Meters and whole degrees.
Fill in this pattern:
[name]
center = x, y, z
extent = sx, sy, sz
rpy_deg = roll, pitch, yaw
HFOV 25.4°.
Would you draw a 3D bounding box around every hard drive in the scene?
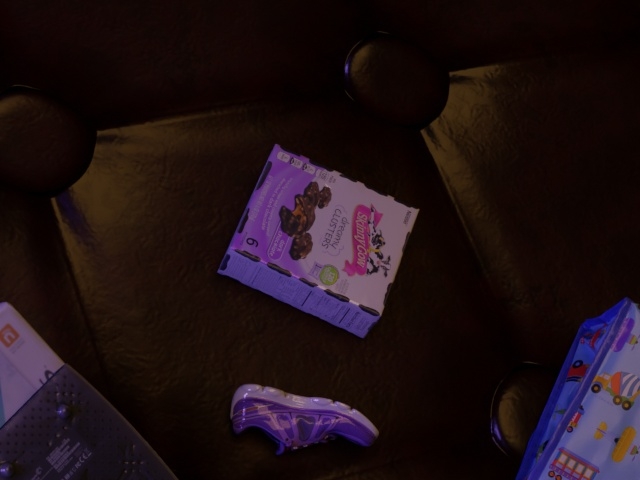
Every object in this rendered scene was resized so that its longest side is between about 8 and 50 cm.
[hard drive]
center = -0.231, 0.268, 1.412
extent = 0.255, 0.054, 0.172
rpy_deg = 52, 56, -15

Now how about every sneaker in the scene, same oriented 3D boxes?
[sneaker]
center = -0.020, 0.211, 1.598
extent = 0.170, 0.068, 0.071
rpy_deg = 11, 75, -3

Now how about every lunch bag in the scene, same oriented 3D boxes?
[lunch bag]
center = 0.370, 0.255, 1.670
extent = 0.221, 0.138, 0.293
rpy_deg = 32, 68, -3

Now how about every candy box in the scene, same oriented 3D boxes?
[candy box]
center = 0.000, 0.000, 1.703
extent = 0.196, 0.070, 0.165
rpy_deg = 24, 58, -4

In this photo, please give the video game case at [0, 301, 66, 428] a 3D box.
[video game case]
center = -0.323, 0.277, 1.401
extent = 0.300, 0.036, 0.329
rpy_deg = 50, 57, -15
